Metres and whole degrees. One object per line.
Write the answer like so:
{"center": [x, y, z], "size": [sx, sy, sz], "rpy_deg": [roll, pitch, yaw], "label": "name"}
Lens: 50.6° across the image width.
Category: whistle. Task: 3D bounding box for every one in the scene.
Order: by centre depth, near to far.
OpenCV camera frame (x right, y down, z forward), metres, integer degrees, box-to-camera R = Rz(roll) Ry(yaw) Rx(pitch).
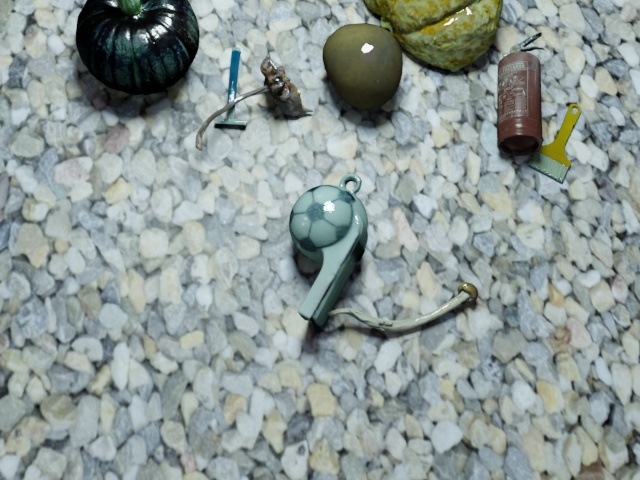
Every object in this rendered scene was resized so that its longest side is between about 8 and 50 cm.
{"center": [0.000, 0.000, 1.277], "size": [0.163, 0.163, 0.290], "rpy_deg": [29, 83, 4], "label": "whistle"}

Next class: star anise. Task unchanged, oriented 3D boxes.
{"center": [-0.146, -0.262, 1.385], "size": [0.227, 0.218, 0.148], "rpy_deg": [-30, 113, 6], "label": "star anise"}

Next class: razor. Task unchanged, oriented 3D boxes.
{"center": [-0.183, -0.330, 1.426], "size": [0.068, 0.037, 0.191], "rpy_deg": [4, 70, -5], "label": "razor"}

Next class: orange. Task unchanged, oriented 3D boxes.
{"center": [0.254, -0.573, 1.482], "size": [0.270, 0.210, 0.369], "rpy_deg": [-31, 74, -14], "label": "orange"}

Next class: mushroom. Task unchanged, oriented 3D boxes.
{"center": [0.163, 0.136, 1.295], "size": [0.306, 0.043, 0.068], "rpy_deg": [-12, 76, -14], "label": "mushroom"}

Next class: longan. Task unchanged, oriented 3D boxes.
{"center": [0.089, -0.366, 1.407], "size": [0.189, 0.189, 0.189], "rpy_deg": [2, 70, -6], "label": "longan"}

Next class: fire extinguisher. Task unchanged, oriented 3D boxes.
{"center": [0.436, -0.323, 1.467], "size": [0.104, 0.105, 0.269], "rpy_deg": [8, 69, -4], "label": "fire extinguisher"}

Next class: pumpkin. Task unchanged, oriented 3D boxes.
{"center": [-0.365, -0.422, 1.326], "size": [0.247, 0.248, 0.248], "rpy_deg": [2, 70, -6], "label": "pumpkin"}

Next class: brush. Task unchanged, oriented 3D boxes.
{"center": [0.531, -0.225, 1.491], "size": [0.083, 0.011, 0.205], "rpy_deg": [29, 69, 5], "label": "brush"}
